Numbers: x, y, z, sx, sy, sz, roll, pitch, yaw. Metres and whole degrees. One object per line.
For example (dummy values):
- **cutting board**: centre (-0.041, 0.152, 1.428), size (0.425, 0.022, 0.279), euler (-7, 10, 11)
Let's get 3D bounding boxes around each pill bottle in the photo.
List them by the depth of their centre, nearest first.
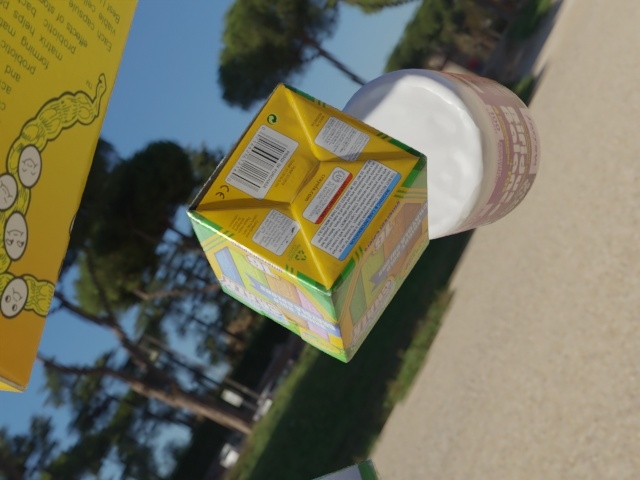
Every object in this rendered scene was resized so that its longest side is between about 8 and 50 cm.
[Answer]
- **pill bottle**: centre (0.139, -0.093, 1.320), size (0.169, 0.169, 0.301), euler (-63, -18, 16)

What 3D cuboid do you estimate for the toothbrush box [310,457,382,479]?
- **toothbrush box**: centre (0.026, 0.258, 0.469), size (0.206, 0.122, 0.283), euler (-109, -1, -51)

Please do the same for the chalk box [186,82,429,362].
- **chalk box**: centre (0.000, 0.000, 0.987), size (0.132, 0.132, 0.213), euler (-56, -18, -15)

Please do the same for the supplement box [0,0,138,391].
- **supplement box**: centre (-0.237, -0.120, 0.661), size (0.195, 0.194, 0.356), euler (46, -130, -55)
